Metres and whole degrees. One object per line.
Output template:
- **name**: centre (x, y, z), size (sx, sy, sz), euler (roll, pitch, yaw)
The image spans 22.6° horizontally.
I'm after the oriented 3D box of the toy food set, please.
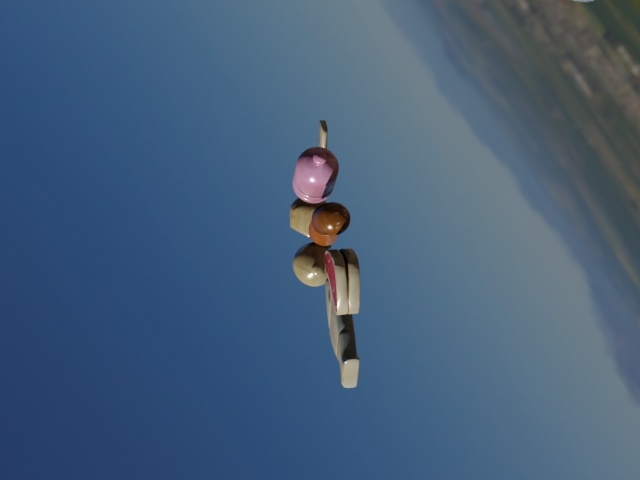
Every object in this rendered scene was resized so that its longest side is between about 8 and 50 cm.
- **toy food set**: centre (0.000, 0.000, 0.712), size (0.122, 0.019, 0.078), euler (-103, 13, -55)
